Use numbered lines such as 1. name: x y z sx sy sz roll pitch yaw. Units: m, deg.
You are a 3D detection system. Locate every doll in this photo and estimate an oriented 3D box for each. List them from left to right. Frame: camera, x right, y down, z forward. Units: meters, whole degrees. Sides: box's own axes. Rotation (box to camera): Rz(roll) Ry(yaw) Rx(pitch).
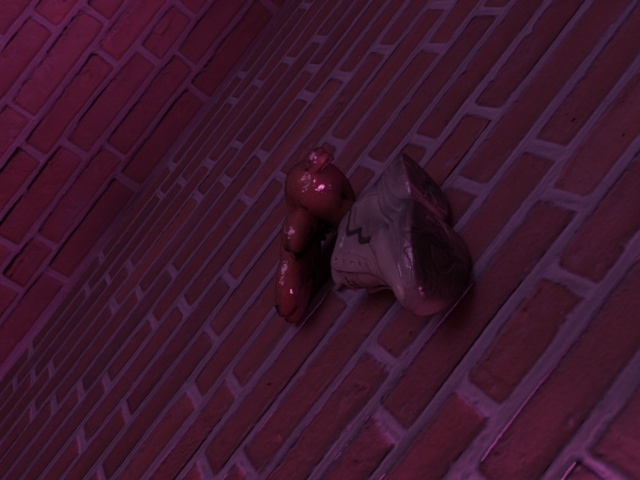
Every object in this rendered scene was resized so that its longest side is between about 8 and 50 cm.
1. doll: 0.000 0.000 1.336 0.201 0.156 0.303 76 -159 -77

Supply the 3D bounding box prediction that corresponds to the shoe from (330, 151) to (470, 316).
1. shoe: 0.103 0.027 1.144 0.210 0.132 0.342 -44 25 24
